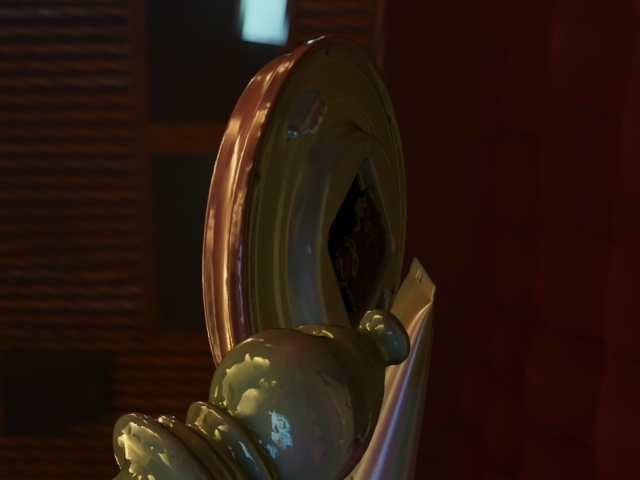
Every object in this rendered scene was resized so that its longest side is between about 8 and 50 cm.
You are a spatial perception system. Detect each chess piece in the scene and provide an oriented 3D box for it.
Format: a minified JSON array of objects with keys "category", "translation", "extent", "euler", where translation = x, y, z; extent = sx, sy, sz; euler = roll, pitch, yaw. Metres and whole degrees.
[{"category":"chess piece","translation":[-0.069,0.109,0.740],"extent":[0.271,0.139,0.139],"euler":[-38,-35,-22]}]

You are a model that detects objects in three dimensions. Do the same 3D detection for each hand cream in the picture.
[{"category":"hand cream","translation":[0.032,0.099,0.959],"extent":[0.076,0.047,0.174],"euler":[-118,41,-79]}]

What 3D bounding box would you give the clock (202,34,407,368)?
[{"category":"clock","translation":[0.001,0.000,1.127],"extent":[0.244,0.056,0.244],"euler":[5,-90,-68]}]
